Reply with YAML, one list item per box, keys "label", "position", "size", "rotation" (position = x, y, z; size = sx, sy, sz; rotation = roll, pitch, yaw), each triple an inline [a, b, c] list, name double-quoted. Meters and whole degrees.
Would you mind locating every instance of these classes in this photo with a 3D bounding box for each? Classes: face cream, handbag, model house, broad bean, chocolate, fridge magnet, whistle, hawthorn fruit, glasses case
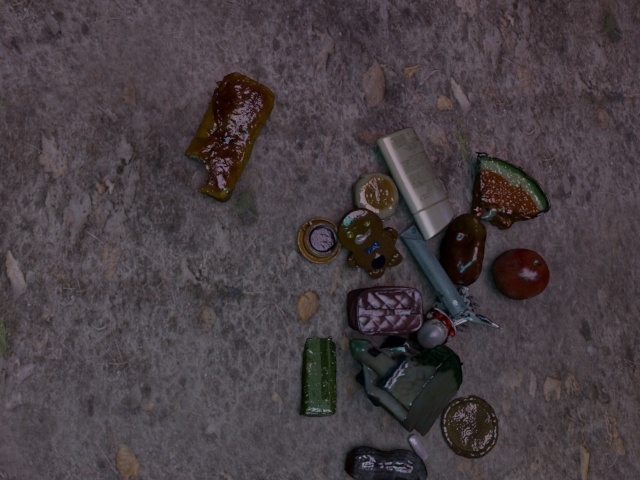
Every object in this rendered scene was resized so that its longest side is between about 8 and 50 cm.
- label: "face cream"
  position: [0.308, -0.183, 1.881]
  size: [0.173, 0.081, 0.349]
  rotation: [-26, 89, -40]
- label: "handbag"
  position: [0.193, 0.209, 1.796]
  size: [0.225, 0.135, 0.146]
  rotation: [1, 86, -12]
- label: "model house"
  position: [0.221, 0.374, 1.703]
  size: [0.284, 0.298, 0.243]
  rotation: [29, 73, 31]
- label: "broad bean"
  position: [0.442, 0.027, 1.857]
  size: [0.122, 0.156, 0.229]
  rotation: [6, 87, -15]
- label: "chocolate"
  position: [0.193, 0.660, 1.756]
  size: [0.248, 0.110, 0.110]
  rotation: [11, 81, -10]
- label: "fridge magnet"
  position: [0.000, 0.000, 1.819]
  size: [0.143, 0.063, 0.143]
  rotation: [2, 80, -12]
- label: "whistle"
  position: [0.346, 0.094, 1.836]
  size: [0.062, 0.062, 0.312]
  rotation: [-25, 72, -13]
- label: "hawthorn fruit"
  position: [0.629, 0.106, 1.878]
  size: [0.172, 0.173, 0.173]
  rotation: [1, 83, -11]
- label: "glasses case"
  position: [0.297, 0.630, 1.820]
  size: [0.032, 0.021, 0.083]
  rotation: [-32, 90, -16]

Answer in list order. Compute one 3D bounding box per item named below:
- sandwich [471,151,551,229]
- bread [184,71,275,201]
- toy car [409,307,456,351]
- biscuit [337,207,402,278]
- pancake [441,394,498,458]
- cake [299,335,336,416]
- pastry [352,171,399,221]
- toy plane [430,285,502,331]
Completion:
- label: "sandwich"
  position: [0.595, -0.145, 1.938]
  size: [0.292, 0.109, 0.212]
  rotation: [17, 86, -6]
- label: "bread"
  position: [-0.281, -0.310, 1.781]
  size: [0.185, 0.109, 0.380]
  rotation: [24, 81, -8]
- label: "toy car"
  position: [0.331, 0.284, 1.804]
  size: [0.139, 0.112, 0.112]
  rotation: [-43, 86, 19]
- label: "biscuit"
  position: [0.147, 0.007, 1.817]
  size: [0.180, 0.039, 0.236]
  rotation: [-38, 109, 3]
- label: "pancake"
  position: [0.468, 0.578, 1.861]
  size: [0.199, 0.021, 0.199]
  rotation: [2, 82, -12]
- label: "cake"
  position: [-0.008, 0.410, 1.783]
  size: [0.100, 0.099, 0.235]
  rotation: [5, 61, -9]
- label: "pastry"
  position: [0.174, -0.137, 1.860]
  size: [0.165, 0.088, 0.166]
  rotation: [1, 86, -13]
- label: "toy plane"
  position: [0.451, 0.226, 1.871]
  size: [0.234, 0.082, 0.160]
  rotation: [29, 69, 6]
